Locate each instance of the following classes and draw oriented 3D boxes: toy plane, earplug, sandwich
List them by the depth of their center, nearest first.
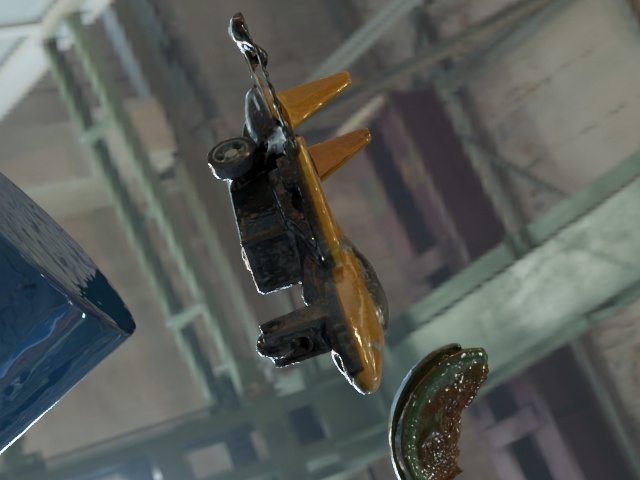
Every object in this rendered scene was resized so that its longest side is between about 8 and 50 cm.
[{"bbox_3d":[-0.225,0.091,0.813,0.273,0.132,0.132,-46,-119,4],"label":"earplug"},{"bbox_3d":[-0.012,0.004,1.131,0.316,0.103,0.204,-95,167,-54],"label":"toy plane"},{"bbox_3d":[0.088,0.145,1.377,0.029,0.067,0.135,175,-73,-73],"label":"sandwich"}]
